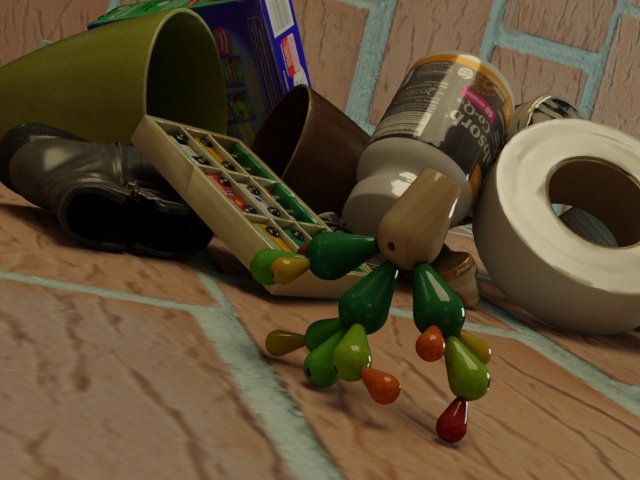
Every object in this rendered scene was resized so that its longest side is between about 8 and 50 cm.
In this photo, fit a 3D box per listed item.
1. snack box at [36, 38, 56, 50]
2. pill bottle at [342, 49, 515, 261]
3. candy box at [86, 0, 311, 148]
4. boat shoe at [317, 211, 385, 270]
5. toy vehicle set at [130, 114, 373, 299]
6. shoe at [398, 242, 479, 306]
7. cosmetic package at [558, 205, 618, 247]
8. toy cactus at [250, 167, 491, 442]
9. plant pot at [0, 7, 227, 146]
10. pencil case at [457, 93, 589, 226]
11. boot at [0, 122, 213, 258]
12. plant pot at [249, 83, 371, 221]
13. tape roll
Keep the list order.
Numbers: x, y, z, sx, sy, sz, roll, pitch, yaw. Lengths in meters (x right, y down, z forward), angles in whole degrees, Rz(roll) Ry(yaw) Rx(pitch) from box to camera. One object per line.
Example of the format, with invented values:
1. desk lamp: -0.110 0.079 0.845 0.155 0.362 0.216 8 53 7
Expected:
1. snack box: -0.368 -0.221 1.761 0.060 0.187 0.322 16 7 26
2. pill bottle: 0.142 -0.109 1.362 0.162 0.278 0.162 19 -36 14
3. candy box: -0.184 -0.255 1.661 0.317 0.268 0.122 -3 24 23
4. boat shoe: 0.000 0.000 1.266 0.223 0.073 0.080 20 10 40
5. toy vehicle set: -0.073 -0.035 1.136 0.267 0.035 0.166 45 20 29
6. shoe: 0.149 0.039 1.357 0.058 0.076 0.219 56 -7 -17
7. cosmetic package: 0.423 -0.009 1.502 0.238 0.107 0.127 -33 77 -34
8. toy cactus: 0.053 0.036 0.769 0.219 0.180 0.112 28 -5 42
9. plant pot: -0.321 -0.191 1.502 0.293 0.275 0.275 1 3 18
10. pencil case: 0.251 -0.100 1.659 0.183 0.160 0.410 41 -29 -21
11. boot: -0.183 -0.040 1.190 0.338 0.118 0.222 -2 23 -41
12. plant pot: 0.024 -0.074 1.475 0.230 0.215 0.215 26 3 -20
13. tape roll: 0.346 -0.022 1.344 0.286 0.100 0.286 7 53 -9
